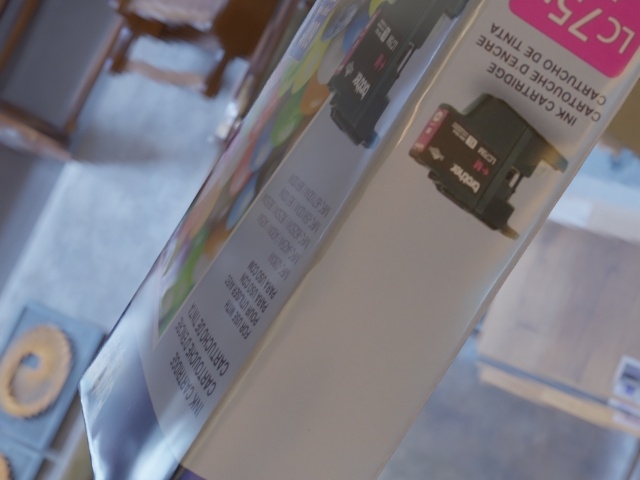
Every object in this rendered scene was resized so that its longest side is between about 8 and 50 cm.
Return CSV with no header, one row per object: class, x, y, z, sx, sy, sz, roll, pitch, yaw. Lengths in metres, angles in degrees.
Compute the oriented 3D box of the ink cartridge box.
ink cartridge box,0.000,0.000,0.515,0.065,0.311,0.186,29,-174,-16
